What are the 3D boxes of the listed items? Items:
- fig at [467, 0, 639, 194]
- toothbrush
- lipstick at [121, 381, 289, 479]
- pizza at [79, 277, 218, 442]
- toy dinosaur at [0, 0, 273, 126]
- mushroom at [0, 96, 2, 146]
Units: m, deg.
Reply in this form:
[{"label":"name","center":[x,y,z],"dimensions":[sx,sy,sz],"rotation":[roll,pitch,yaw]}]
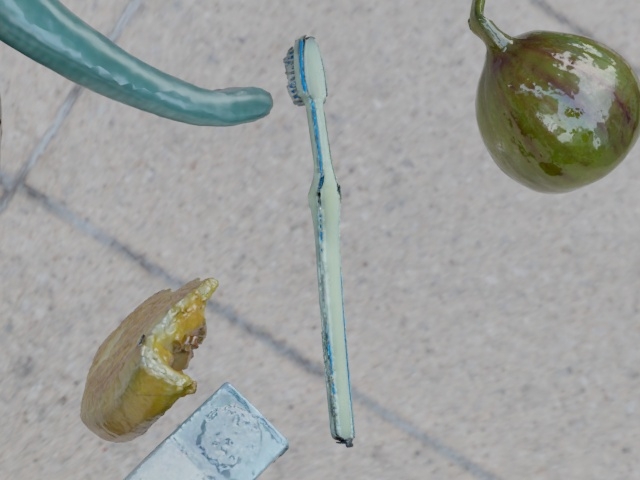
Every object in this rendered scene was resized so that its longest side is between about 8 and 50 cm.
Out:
[{"label":"fig","center":[0.199,-0.132,1.308],"dimensions":[0.186,0.142,0.148],"rotation":[43,73,-27]},{"label":"toothbrush","center":[0.004,0.000,1.057],"dimensions":[0.026,0.028,0.294],"rotation":[-3,82,-40]},{"label":"lipstick","center":[-0.153,0.225,0.986],"dimensions":[0.066,0.068,0.317],"rotation":[45,61,3]},{"label":"pizza","center":[-0.131,0.092,1.129],"dimensions":[0.056,0.271,0.134],"rotation":[39,67,-8]},{"label":"toy dinosaur","center":[-0.203,-0.170,0.332],"dimensions":[0.331,0.129,0.383],"rotation":[54,22,23]},{"label":"mushroom","center":[-0.158,-0.036,0.499],"dimensions":[0.123,0.052,0.123],"rotation":[-1,83,11]}]
